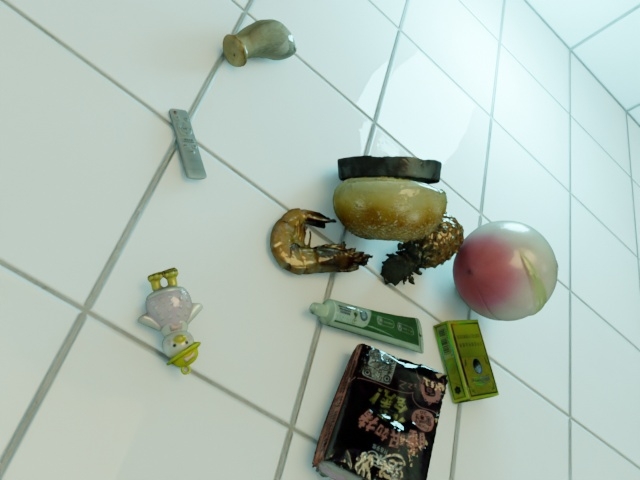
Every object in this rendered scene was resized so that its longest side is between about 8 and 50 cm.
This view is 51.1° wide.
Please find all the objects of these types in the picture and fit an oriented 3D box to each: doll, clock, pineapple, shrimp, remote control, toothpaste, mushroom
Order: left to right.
[{"bbox_3d":[-0.286,0.159,1.298,0.129,0.081,0.207,-12,79,-26],"label":"doll"},{"bbox_3d":[-0.305,-0.218,1.521,0.049,0.027,0.184,0,64,-44],"label":"remote control"},{"bbox_3d":[-0.159,-0.526,1.768,0.096,0.108,0.247,27,33,26],"label":"mushroom"},{"bbox_3d":[-0.005,0.003,1.655,0.289,0.075,0.178,-1,66,-29],"label":"shrimp"},{"bbox_3d":[0.123,0.205,1.665,0.392,0.061,0.099,20,56,-38],"label":"toothpaste"},{"bbox_3d":[0.180,-0.183,1.770,0.280,0.280,0.056,1,91,-42],"label":"clock"},{"bbox_3d":[0.267,0.026,1.842,0.278,0.157,0.158,-31,90,-35],"label":"pineapple"}]

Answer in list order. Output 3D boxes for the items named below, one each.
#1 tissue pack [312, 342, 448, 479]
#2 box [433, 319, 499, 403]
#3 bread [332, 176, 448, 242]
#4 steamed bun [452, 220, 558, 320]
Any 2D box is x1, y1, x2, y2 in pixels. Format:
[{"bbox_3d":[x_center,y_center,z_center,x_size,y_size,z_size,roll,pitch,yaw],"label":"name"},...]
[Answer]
[{"bbox_3d":[0.137,0.408,1.494,0.244,0.123,0.332,23,47,1],"label":"tissue pack"},{"bbox_3d":[0.403,0.332,1.850,0.140,0.064,0.220,6,66,-41],"label":"box"},{"bbox_3d":[0.179,-0.075,1.709,0.305,0.305,0.159,3,86,-42],"label":"bread"},{"bbox_3d":[0.503,0.089,1.902,0.309,0.309,0.310,21,56,-34],"label":"steamed bun"}]
